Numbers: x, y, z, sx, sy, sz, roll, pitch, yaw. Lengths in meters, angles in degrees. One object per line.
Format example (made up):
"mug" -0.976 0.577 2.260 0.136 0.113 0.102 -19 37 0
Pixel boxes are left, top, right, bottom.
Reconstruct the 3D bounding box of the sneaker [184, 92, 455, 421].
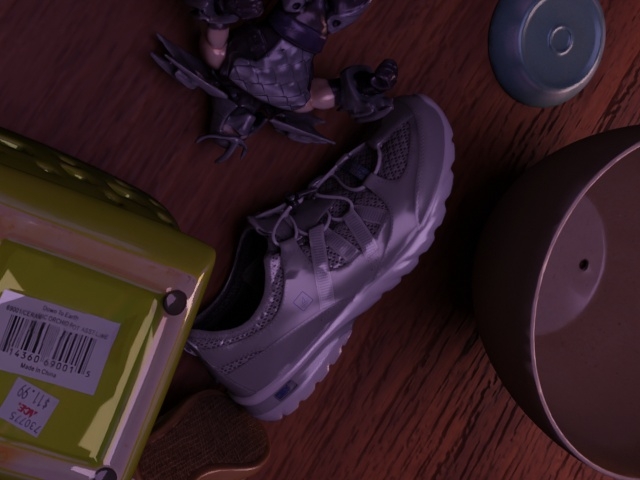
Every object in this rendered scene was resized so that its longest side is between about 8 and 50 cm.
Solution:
"sneaker" 0.000 0.000 1.301 0.115 0.105 0.281 36 83 -31

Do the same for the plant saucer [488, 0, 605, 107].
"plant saucer" 0.195 -0.168 1.421 0.119 0.021 0.119 -7 105 -28

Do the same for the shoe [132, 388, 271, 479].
"shoe" -0.105 0.163 1.262 0.058 0.219 0.077 -36 82 22

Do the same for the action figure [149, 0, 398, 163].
"action figure" -0.004 -0.173 1.240 0.185 0.099 0.285 22 110 -41

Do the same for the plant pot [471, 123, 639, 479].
"plant pot" 0.234 0.032 1.389 0.284 0.191 0.284 -7 105 -27

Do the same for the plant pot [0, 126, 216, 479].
"plant pot" -0.212 0.049 1.136 0.228 0.207 0.227 22 91 -30
